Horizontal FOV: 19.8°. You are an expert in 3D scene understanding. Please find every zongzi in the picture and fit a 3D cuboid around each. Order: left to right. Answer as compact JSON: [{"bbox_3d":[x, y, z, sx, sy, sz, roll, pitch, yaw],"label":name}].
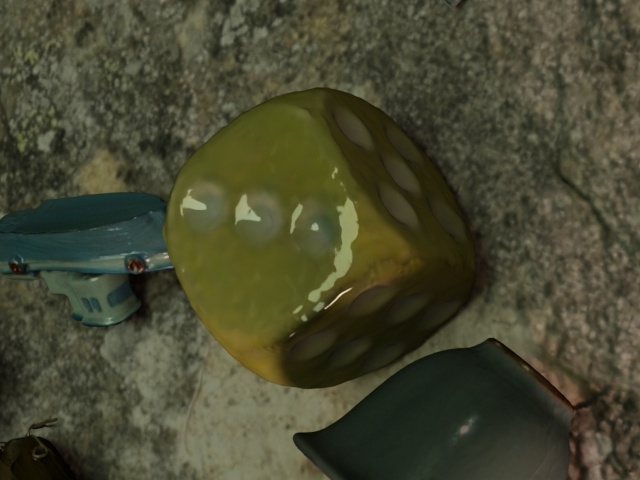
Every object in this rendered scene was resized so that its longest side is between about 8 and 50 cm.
[{"bbox_3d":[-0.246,0.276,1.549,0.187,0.084,0.184,49,120,36],"label":"zongzi"}]

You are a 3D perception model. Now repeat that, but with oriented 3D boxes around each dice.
[{"bbox_3d":[0.000,0.000,1.364,0.166,0.169,0.169,-40,63,23],"label":"dice"}]

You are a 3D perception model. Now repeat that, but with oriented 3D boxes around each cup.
[{"bbox_3d":[0.101,0.149,1.287,0.199,0.199,0.150,39,87,31],"label":"cup"}]

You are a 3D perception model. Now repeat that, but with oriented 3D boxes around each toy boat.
[{"bbox_3d":[-0.179,0.018,1.547,0.215,0.088,0.102,-4,115,32],"label":"toy boat"}]

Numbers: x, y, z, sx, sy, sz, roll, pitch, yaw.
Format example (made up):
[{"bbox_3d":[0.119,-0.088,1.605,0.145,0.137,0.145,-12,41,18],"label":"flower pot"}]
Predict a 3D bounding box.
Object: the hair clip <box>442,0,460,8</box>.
[{"bbox_3d":[0.127,-0.227,1.394,0.115,0.039,0.030,-45,56,23],"label":"hair clip"}]
